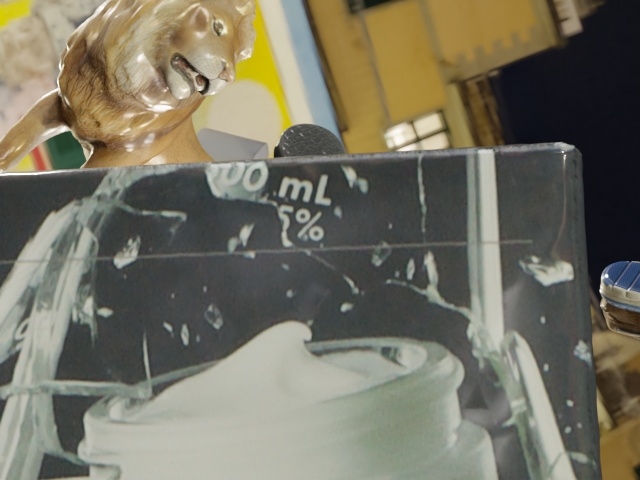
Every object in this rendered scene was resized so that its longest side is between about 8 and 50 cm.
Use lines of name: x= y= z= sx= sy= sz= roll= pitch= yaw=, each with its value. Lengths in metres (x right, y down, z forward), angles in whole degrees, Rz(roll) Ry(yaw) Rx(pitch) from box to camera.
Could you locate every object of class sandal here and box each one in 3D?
sandal: x=0.001 y=0.000 z=1.275 sx=0.054 sy=0.097 sz=0.254 roll=121 pitch=-29 yaw=-52

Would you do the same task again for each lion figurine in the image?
lion figurine: x=-0.147 y=-0.066 z=1.094 sx=0.142 sy=0.240 sz=0.392 roll=45 pitch=-15 yaw=19

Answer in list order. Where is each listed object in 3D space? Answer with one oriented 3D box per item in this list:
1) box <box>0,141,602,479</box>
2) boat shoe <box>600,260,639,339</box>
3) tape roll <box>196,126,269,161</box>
box: x=-0.094 y=0.226 z=0.660 sx=0.297 sy=0.480 sz=0.471 roll=66 pitch=22 yaw=-71
boat shoe: x=0.328 y=0.070 z=1.080 sx=0.183 sy=0.066 sz=0.066 roll=19 pitch=-49 yaw=32
tape roll: x=-0.119 y=-0.010 z=1.390 sx=0.072 sy=0.219 sz=0.219 roll=14 pitch=-43 yaw=4
